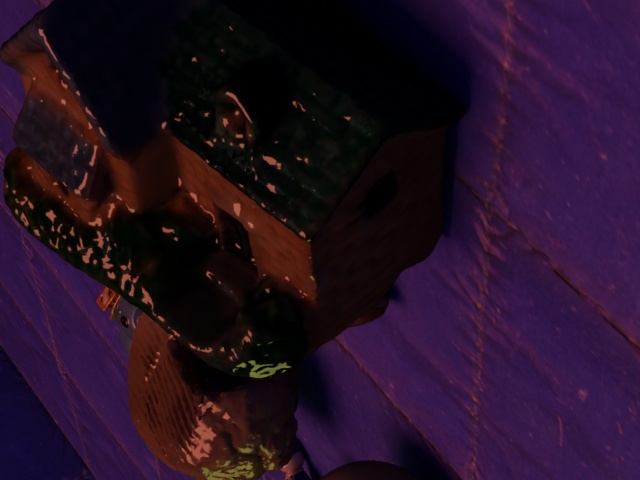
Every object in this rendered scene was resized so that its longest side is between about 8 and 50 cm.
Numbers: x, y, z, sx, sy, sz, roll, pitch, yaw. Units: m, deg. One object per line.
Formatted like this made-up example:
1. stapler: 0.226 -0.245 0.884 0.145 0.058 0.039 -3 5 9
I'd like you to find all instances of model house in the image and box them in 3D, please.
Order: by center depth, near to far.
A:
1. model house: -0.090 -0.121 1.464 0.382 0.334 0.343 39 155 24

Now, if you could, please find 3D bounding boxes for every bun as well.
1. bun: -0.135 0.206 2.176 0.281 0.204 0.282 1 91 56

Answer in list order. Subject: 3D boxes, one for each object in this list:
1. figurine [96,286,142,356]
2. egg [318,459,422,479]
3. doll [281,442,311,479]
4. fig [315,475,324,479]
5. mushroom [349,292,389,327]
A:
1. figurine: -0.216 0.109 2.373 0.262 0.154 0.180 21 130 35
2. egg: 0.066 0.396 1.938 0.219 0.219 0.269 31 132 54
3. doll: -0.036 0.360 2.366 0.143 0.057 0.099 72 -162 1
4. fig: 0.017 0.392 2.237 0.124 0.124 0.236 59 175 4
5. mushroom: -0.001 0.001 1.750 0.212 0.088 0.097 55 170 -5
